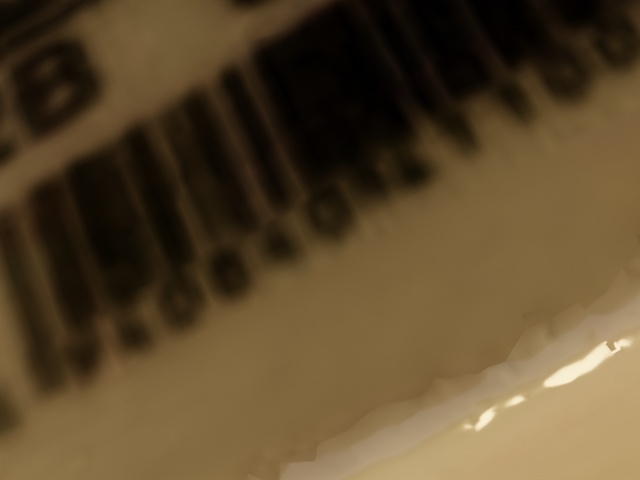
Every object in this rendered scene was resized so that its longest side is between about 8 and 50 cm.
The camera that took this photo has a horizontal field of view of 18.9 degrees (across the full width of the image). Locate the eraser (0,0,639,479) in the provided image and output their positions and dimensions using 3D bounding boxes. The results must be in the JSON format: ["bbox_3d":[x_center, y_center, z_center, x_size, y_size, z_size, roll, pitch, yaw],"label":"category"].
[{"bbox_3d":[0.000,0.000,0.437,0.331,0.150,0.331,-13,60,24],"label":"eraser"}]
